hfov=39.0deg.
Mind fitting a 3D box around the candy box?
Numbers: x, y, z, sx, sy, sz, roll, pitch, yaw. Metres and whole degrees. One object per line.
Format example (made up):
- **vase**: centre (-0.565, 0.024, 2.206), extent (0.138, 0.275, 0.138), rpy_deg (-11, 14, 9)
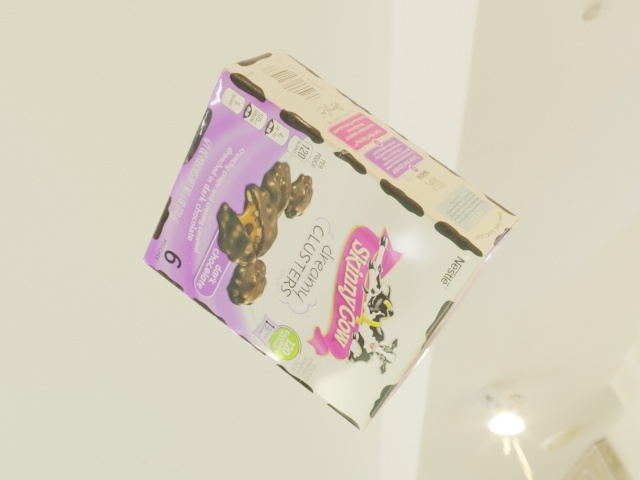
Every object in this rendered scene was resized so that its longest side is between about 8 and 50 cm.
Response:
- **candy box**: centre (0.000, 0.000, 0.592), extent (0.070, 0.196, 0.165), rpy_deg (-37, -20, -55)
